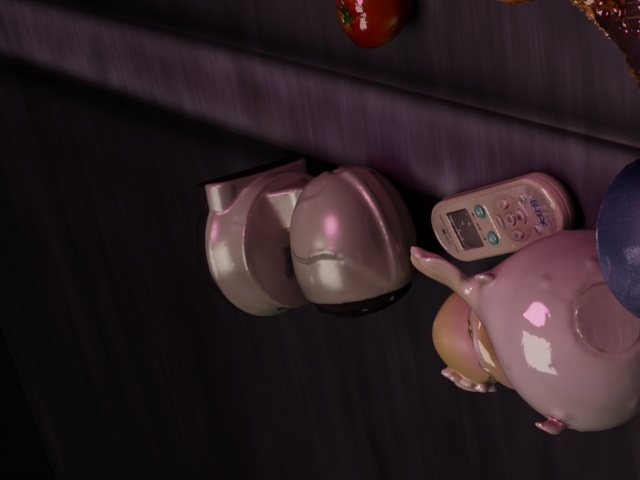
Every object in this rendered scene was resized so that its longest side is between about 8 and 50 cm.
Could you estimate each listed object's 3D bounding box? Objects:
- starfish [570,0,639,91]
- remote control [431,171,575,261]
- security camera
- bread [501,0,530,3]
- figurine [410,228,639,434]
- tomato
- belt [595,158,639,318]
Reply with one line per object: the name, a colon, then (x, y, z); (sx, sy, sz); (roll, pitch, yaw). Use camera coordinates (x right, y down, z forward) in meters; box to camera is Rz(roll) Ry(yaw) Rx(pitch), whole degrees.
starfish: (0.299, -0.187, 1.338); (0.238, 0.071, 0.216); (32, 136, 25)
remote control: (0.199, -0.026, 1.646); (0.221, 0.042, 0.078); (-15, 105, 60)
security camera: (0.000, 0.000, 1.835); (0.277, 0.197, 0.191); (-1, 103, 46)
bread: (0.185, -0.304, 1.345); (0.193, 0.064, 0.193); (-5, 84, 60)
figurine: (0.200, 0.079, 1.591); (0.274, 0.226, 0.394); (31, 167, -10)
tomato: (0.058, -0.251, 1.624); (0.087, 0.075, 0.087); (56, 159, 35)
belt: (0.331, 0.008, 1.370); (0.190, 0.141, 0.082); (38, 166, -35)
